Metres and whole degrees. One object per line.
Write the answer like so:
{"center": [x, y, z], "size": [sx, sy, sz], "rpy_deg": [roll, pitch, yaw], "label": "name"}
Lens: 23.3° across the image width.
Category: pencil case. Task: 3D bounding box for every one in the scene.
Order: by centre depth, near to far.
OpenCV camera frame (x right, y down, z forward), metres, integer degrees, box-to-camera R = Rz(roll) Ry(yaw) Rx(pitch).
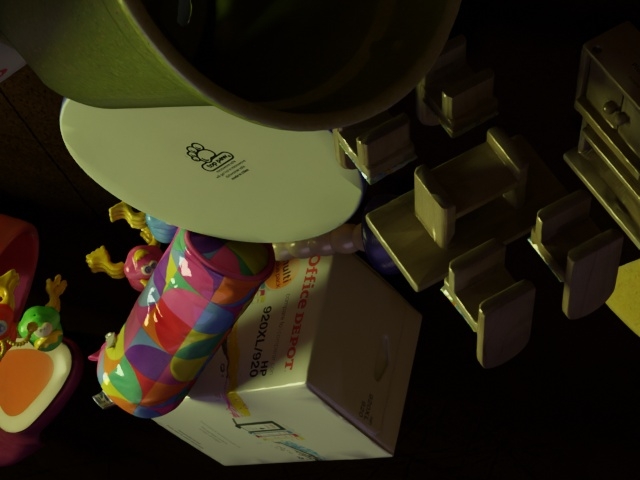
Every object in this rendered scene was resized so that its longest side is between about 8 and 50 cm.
{"center": [-0.135, 0.071, 1.471], "size": [0.104, 0.104, 0.236], "rpy_deg": [24, 128, -18], "label": "pencil case"}

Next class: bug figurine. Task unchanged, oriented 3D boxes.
{"center": [-0.226, 0.040, 1.496], "size": [0.072, 0.279, 0.216], "rpy_deg": [55, 171, 9], "label": "bug figurine"}

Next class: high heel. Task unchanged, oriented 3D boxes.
{"center": [-0.365, 0.202, 2.023], "size": [0.181, 0.127, 0.377], "rpy_deg": [0, 161, -42], "label": "high heel"}

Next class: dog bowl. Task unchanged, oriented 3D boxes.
{"center": [-0.079, -0.108, 1.297], "size": [0.264, 0.104, 0.265], "rpy_deg": [10, 151, 6], "label": "dog bowl"}

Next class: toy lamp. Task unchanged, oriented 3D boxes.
{"center": [0.000, 0.000, 1.486], "size": [0.274, 0.080, 0.080], "rpy_deg": [-4, 147, 35], "label": "toy lamp"}

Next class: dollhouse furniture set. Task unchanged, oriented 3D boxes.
{"center": [0.157, -0.034, 1.181], "size": [0.242, 0.212, 0.161], "rpy_deg": [-28, 151, -12], "label": "dollhouse furniture set"}

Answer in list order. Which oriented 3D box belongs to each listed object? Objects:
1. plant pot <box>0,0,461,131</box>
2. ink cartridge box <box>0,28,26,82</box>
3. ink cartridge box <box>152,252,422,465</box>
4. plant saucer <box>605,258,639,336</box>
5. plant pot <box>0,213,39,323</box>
{"center": [-0.088, -0.194, 1.024], "size": [0.276, 0.276, 0.254], "rpy_deg": [32, 159, -30], "label": "plant pot"}
{"center": [-0.358, -0.165, 1.054], "size": [0.197, 0.198, 0.270], "rpy_deg": [55, -177, 5], "label": "ink cartridge box"}
{"center": [-0.043, 0.122, 1.619], "size": [0.232, 0.171, 0.168], "rpy_deg": [-10, 144, 35], "label": "ink cartridge box"}
{"center": [0.447, 0.069, 1.246], "size": [0.332, 0.081, 0.332], "rpy_deg": [25, 145, -37], "label": "plant saucer"}
{"center": [-0.463, 0.058, 1.634], "size": [0.243, 0.275, 0.275], "rpy_deg": [24, 151, 3], "label": "plant pot"}
